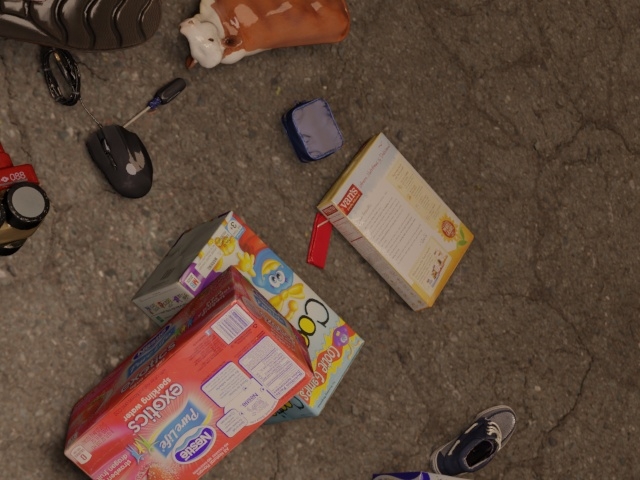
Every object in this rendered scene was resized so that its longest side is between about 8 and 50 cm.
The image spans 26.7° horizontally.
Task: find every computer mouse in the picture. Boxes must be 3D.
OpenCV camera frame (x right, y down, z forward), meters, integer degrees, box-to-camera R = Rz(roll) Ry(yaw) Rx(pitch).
[{"bbox_3d":[-0.312,-0.161,1.863,0.242,0.071,0.041,55,20,-9],"label":"computer mouse"}]

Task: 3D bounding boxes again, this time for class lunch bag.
[{"bbox_3d":[-0.016,-0.171,2.070,0.067,0.065,0.098,-24,93,-20],"label":"lunch bag"}]

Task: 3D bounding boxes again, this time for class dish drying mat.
[{"bbox_3d":[0.000,0.000,2.072,0.032,0.008,0.083,23,66,-29],"label":"dish drying mat"}]

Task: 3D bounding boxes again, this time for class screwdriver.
[{"bbox_3d":[-0.255,-0.185,1.937,0.170,0.025,0.024,-44,103,-34],"label":"screwdriver"}]

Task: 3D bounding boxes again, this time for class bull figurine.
[{"bbox_3d":[-0.097,-0.357,2.039,0.310,0.101,0.188,-10,82,-35],"label":"bull figurine"}]

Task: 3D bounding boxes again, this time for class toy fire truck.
[{"bbox_3d":[-0.478,-0.104,1.704,0.217,0.158,0.246,-16,76,-35],"label":"toy fire truck"}]

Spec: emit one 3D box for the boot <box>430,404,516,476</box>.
[{"bbox_3d":[0.264,0.317,2.122,0.190,0.086,0.069,-32,97,-35],"label":"boot"}]

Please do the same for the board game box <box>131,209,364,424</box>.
[{"bbox_3d":[-0.100,0.113,1.894,0.275,0.144,0.142,45,57,-17],"label":"board game box"}]

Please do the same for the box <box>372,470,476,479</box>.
[{"bbox_3d":[0.164,0.390,2.013,0.137,0.126,0.072,15,72,-30],"label":"box"}]

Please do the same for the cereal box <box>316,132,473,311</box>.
[{"bbox_3d":[0.123,-0.029,2.135,0.240,0.047,0.173,47,54,-14],"label":"cereal box"}]

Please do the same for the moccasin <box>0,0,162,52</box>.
[{"bbox_3d":[-0.401,-0.324,1.789,0.380,0.147,0.139,-2,110,-17],"label":"moccasin"}]

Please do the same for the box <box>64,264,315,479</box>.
[{"bbox_3d":[-0.169,0.197,1.735,0.300,0.142,0.154,-42,106,8],"label":"box"}]
